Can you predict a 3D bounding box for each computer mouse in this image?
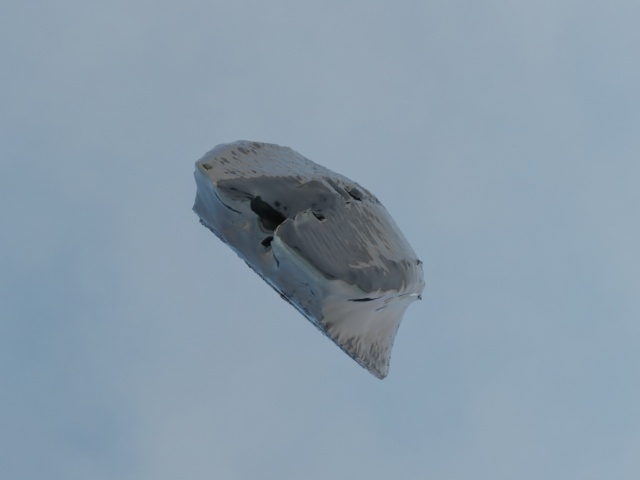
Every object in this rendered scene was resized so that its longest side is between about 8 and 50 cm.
[{"bbox_3d":[0.000,0.000,0.527,0.079,0.047,0.135,40,178,18],"label":"computer mouse"}]
